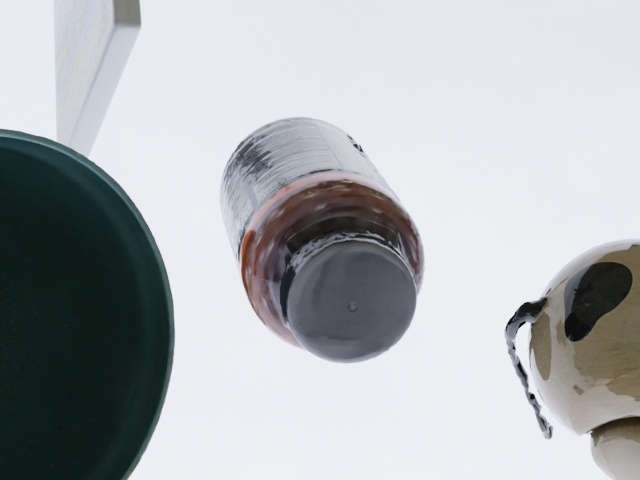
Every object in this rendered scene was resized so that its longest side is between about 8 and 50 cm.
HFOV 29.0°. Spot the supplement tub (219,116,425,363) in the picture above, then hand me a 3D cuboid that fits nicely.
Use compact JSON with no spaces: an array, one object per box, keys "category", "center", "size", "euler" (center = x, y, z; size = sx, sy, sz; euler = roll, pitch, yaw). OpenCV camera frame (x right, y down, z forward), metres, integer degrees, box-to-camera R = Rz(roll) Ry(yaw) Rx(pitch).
[{"category":"supplement tub","center":[0.000,0.000,0.729],"size":[0.106,0.106,0.198],"euler":[4,-160,-12]}]

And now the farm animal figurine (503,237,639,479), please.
[{"category":"farm animal figurine","center":[0.229,0.012,0.520],"size":[0.327,0.172,0.330],"euler":[-23,-142,13]}]

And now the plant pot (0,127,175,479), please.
[{"category":"plant pot","center":[-0.278,0.069,0.871],"size":[0.293,0.196,0.293],"euler":[-4,-85,-43]}]

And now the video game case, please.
[{"category":"video game case","center":[-0.195,-0.198,1.059],"size":[0.026,0.227,0.206],"euler":[5,-120,-22]}]
